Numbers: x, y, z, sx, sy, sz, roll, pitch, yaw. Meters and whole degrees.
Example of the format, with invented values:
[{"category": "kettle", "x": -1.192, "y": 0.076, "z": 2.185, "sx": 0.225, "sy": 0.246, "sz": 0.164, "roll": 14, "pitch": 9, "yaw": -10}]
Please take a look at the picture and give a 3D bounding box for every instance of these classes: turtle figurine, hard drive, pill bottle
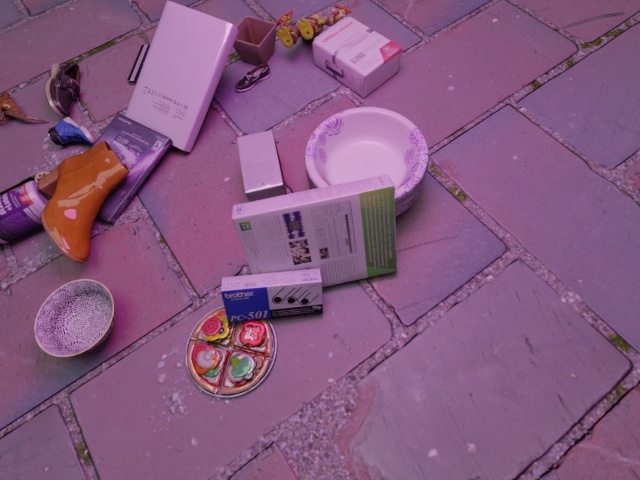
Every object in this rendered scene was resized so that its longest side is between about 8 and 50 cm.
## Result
[{"category": "turtle figurine", "x": -0.050, "y": -0.662, "z": 1.254, "sx": 0.270, "sy": 0.087, "sz": 0.217, "roll": 6, "pitch": 40, "yaw": 20}, {"category": "hard drive", "x": -0.393, "y": -0.454, "z": 1.117, "sx": 0.233, "sy": 0.047, "sz": 0.352, "roll": 28, "pitch": 99, "yaw": 16}, {"category": "pill bottle", "x": -0.779, "y": -0.060, "z": 1.007, "sx": 0.194, "sy": 0.108, "sz": 0.108, "roll": -31, "pitch": 66, "yaw": -11}]

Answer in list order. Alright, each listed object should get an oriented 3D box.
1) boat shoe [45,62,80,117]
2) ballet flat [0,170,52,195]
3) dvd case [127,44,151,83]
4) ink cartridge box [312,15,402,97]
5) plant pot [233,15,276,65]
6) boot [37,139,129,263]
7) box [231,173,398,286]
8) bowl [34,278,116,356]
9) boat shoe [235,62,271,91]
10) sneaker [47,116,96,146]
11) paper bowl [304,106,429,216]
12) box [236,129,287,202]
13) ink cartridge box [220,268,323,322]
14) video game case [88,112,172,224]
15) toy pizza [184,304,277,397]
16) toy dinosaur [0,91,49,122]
[{"category": "boat shoe", "x": -0.777, "y": -0.472, "z": 1.229, "sx": 0.074, "sy": 0.080, "sz": 0.223, "roll": -18, "pitch": 59, "yaw": 1}, {"category": "ballet flat", "x": -0.813, "y": -0.115, "z": 1.065, "sx": 0.250, "sy": 0.058, "sz": 0.084, "roll": -31, "pitch": 66, "yaw": -11}, {"category": "dvd case", "x": -0.488, "y": -0.562, "z": 1.287, "sx": 0.222, "sy": 0.018, "sz": 0.164, "roll": 4, "pitch": 65, "yaw": 5}, {"category": "ink cartridge box", "x": 0.105, "y": -0.548, "z": 1.195, "sx": 0.159, "sy": 0.092, "sz": 0.218, "roll": -41, "pitch": 69, "yaw": -15}, {"category": "plant pot", "x": -0.202, "y": -0.607, "z": 1.244, "sx": 0.109, "sy": 0.096, "sz": 0.109, "roll": 23, "pitch": 67, "yaw": 14}, {"category": "boot", "x": -0.562, "y": -0.109, "z": 0.988, "sx": 0.211, "sy": 0.104, "sz": 0.295, "roll": -33, "pitch": 66, "yaw": -2}, {"category": "box", "x": 0.000, "y": 0.000, "z": 0.854, "sx": 0.322, "sy": 0.232, "sz": 0.058, "roll": -11, "pitch": 38, "yaw": -1}, {"category": "bowl", "x": -0.519, "y": 0.178, "z": 0.886, "sx": 0.170, "sy": 0.080, "sz": 0.170, "roll": -1, "pitch": 64, "yaw": 3}, {"category": "boat shoe", "x": -0.207, "y": -0.497, "z": 1.222, "sx": 0.125, "sy": 0.038, "sz": 0.046, "roll": -32, "pitch": 66, "yaw": -11}, {"category": "sneaker", "x": -0.712, "y": -0.293, "z": 1.145, "sx": 0.152, "sy": 0.058, "sz": 0.084, "roll": 32, "pitch": 64, "yaw": 23}, {"category": "paper bowl", "x": 0.108, "y": -0.170, "z": 0.975, "sx": 0.285, "sy": 0.148, "sz": 0.284, "roll": -2, "pitch": 64, "yaw": 3}, {"category": "box", "x": -0.139, "y": -0.161, "z": 0.999, "sx": 0.091, "sy": 0.130, "sz": 0.170, "roll": -12, "pitch": 64, "yaw": -1}, {"category": "ink cartridge box", "x": -0.100, "y": 0.119, "z": 0.861, "sx": 0.207, "sy": 0.097, "sz": 0.046, "roll": -5, "pitch": 37, "yaw": -4}, {"category": "video game case", "x": -0.553, "y": -0.200, "z": 1.085, "sx": 0.196, "sy": 0.026, "sz": 0.274, "roll": 27, "pitch": 77, "yaw": 16}, {"category": "toy pizza", "x": -0.194, "y": 0.230, "z": 0.863, "sx": 0.202, "sy": 0.032, "sz": 0.201, "roll": -2, "pitch": 63, "yaw": 3}, {"category": "toy dinosaur", "x": -0.937, "y": -0.394, "z": 1.211, "sx": 0.211, "sy": 0.064, "sz": 0.112, "roll": 38, "pitch": 71, "yaw": 20}]
